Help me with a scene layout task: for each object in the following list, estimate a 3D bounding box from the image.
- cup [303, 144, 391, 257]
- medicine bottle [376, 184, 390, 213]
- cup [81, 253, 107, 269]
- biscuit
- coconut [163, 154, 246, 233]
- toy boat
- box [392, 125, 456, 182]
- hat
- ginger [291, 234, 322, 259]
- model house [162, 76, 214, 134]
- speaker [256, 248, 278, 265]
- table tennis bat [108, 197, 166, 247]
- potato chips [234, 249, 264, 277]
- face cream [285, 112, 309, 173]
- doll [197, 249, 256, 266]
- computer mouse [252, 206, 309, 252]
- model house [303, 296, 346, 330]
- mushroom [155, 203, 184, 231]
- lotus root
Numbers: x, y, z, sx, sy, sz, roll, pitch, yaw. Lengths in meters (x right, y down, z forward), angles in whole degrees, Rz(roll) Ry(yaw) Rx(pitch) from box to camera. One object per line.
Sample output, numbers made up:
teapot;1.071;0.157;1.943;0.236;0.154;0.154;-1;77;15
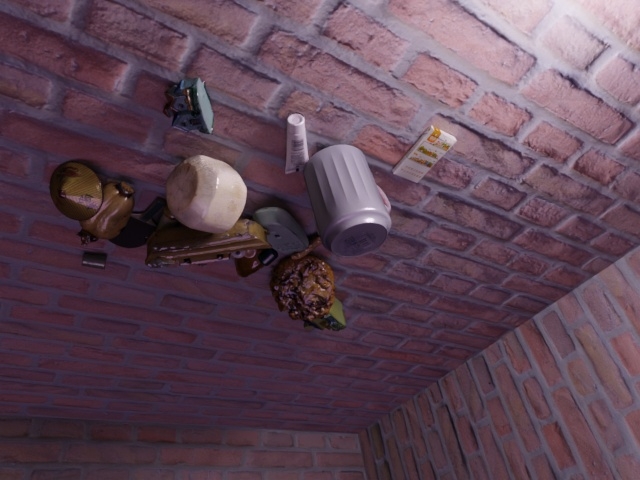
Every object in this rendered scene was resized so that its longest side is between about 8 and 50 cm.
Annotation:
cup;0.069;-0.104;1.663;0.236;0.327;0.323;3;143;-28
medicine bottle;0.135;-0.102;1.839;0.247;0.147;0.147;-31;136;23
cup;-0.878;0.078;1.880;0.083;0.075;0.055;10;99;-20
biscuit;-0.078;0.217;2.117;0.289;0.081;0.334;-9;115;6
coconut;-0.364;-0.150;1.590;0.245;0.245;0.247;-34;154;25
toy boat;-0.397;0.020;1.716;0.445;0.136;0.162;-9;141;-6
box;0.371;-0.306;1.744;0.122;0.032;0.220;17;133;-29
hat;-0.790;-0.150;1.520;0.192;0.082;0.193;2;102;9
ginger;0.000;0.000;1.981;0.288;0.075;0.089;-29;165;20
model house;-0.400;-0.383;1.407;0.148;0.120;0.148;-8;141;7
speaker;-0.224;0.051;1.953;0.075;0.060;0.094;-41;104;11
table tennis bat;-0.670;-0.063;1.777;0.301;0.022;0.173;-37;136;27
potato chips;-0.286;0.066;1.997;0.150;0.049;0.202;-19;144;-22
face cream;-0.078;-0.314;1.610;0.092;0.058;0.244;-12;146;-9
doll;-0.376;0.009;1.857;0.277;0.119;0.154;-12;106;4
computer mouse;-0.153;-0.046;1.868;0.159;0.097;0.288;-10;152;20
model house;-0.016;0.364;2.329;0.211;0.170;0.194;-27;140;18
mushroom;-0.561;-0.032;1.789;0.107;0.087;0.333;-2;144;-35
lotus root;-0.722;-0.095;1.640;0.257;0.140;0.154;-41;120;17
